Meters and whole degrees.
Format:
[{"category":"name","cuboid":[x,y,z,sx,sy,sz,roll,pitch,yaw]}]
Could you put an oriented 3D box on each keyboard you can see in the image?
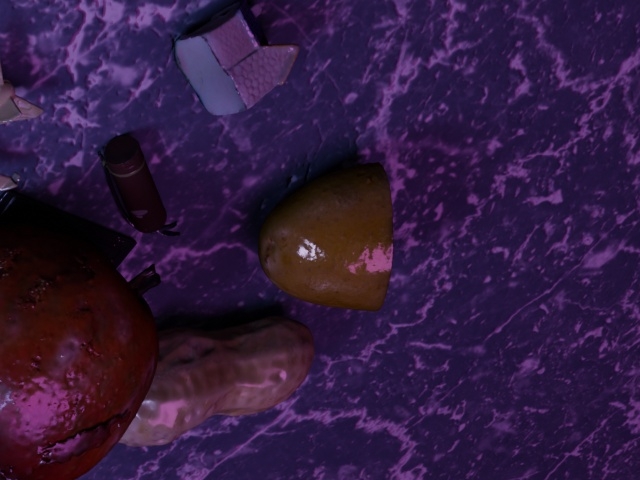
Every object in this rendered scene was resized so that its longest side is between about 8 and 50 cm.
[{"category":"keyboard","cuboid":[-0.304,-0.007,1.731,0.061,0.013,0.204,-48,139,15]}]

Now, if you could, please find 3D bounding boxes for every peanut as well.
[{"category":"peanut","cuboid":[-0.146,0.177,1.942,0.313,0.149,0.149,-9,135,-29]}]

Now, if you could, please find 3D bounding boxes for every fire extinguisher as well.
[{"category":"fire extinguisher","cuboid":[-0.211,-0.054,1.726,0.064,0.043,0.158,-4,140,9]}]

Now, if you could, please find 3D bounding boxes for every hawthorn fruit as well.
[{"category":"hawthorn fruit","cuboid":[-0.330,0.120,1.633,0.316,0.316,0.316,-20,139,-18]}]

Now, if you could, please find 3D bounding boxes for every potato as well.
[{"category":"potato","cuboid":[0.000,0.000,1.856,0.158,0.178,0.203,-1,157,-16]}]

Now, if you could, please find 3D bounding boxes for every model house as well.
[{"category":"model house","cuboid":[-0.092,-0.206,1.633,0.100,0.088,0.100,-43,114,-28]}]

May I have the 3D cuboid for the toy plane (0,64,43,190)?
[{"category":"toy plane","cuboid":[-0.405,-0.096,1.504,0.244,0.092,0.229,-32,144,-3]}]
